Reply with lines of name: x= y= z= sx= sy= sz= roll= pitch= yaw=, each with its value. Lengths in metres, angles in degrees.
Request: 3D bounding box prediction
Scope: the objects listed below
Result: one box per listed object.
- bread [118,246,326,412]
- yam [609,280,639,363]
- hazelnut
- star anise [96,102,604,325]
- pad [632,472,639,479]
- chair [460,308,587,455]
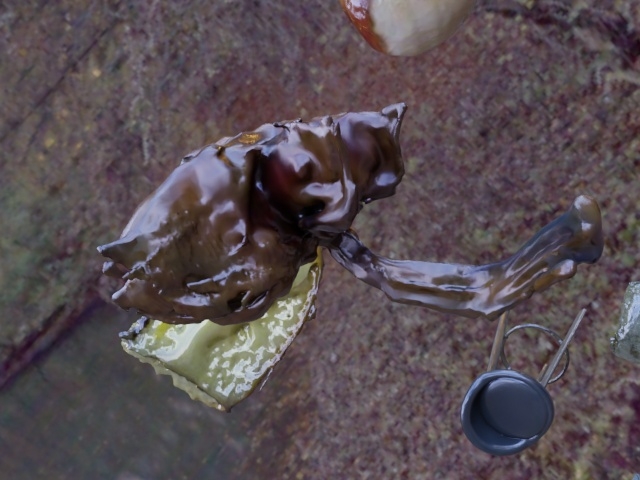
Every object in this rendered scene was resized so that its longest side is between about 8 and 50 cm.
bread: x=-0.110 y=0.078 z=1.096 sx=0.262 sy=0.204 sz=0.162 roll=-57 pitch=-7 yaw=-6
yam: x=0.360 y=0.094 z=0.772 sx=0.078 sy=0.179 sz=0.078 roll=15 pitch=-90 yaw=-73
hazelnut: x=0.131 y=-0.420 z=1.300 sx=0.261 sy=0.241 sz=0.261 roll=-37 pitch=34 yaw=31
star anise: x=0.001 y=-0.010 z=0.542 sx=0.346 sy=0.148 sz=0.237 roll=0 pitch=17 yaw=26
pad: x=0.216 y=0.287 z=0.599 sx=0.243 sy=0.004 sz=0.164 roll=-55 pitch=-14 yaw=-76
chair: x=0.237 y=0.147 z=0.961 sx=0.095 sy=0.104 sz=0.221 roll=-34 pitch=5 yaw=38
